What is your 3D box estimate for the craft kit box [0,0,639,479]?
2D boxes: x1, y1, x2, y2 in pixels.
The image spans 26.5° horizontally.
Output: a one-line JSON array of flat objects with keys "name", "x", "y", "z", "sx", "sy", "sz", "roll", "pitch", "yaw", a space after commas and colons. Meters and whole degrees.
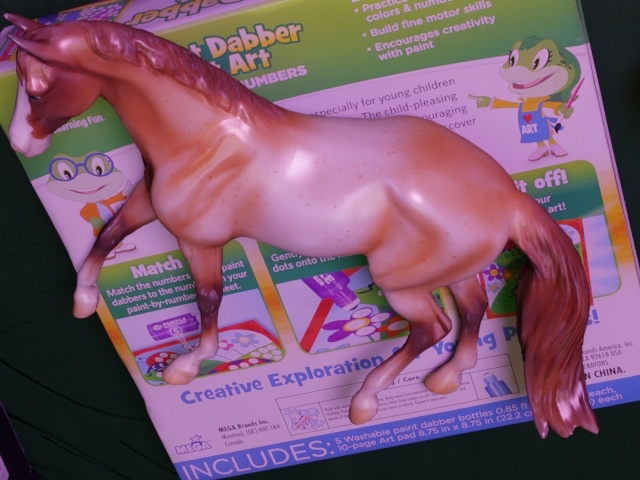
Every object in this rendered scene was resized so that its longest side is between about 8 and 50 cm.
[{"name": "craft kit box", "x": 0.011, "y": -0.011, "z": 0.617, "sx": 0.249, "sy": 0.061, "sz": 0.247, "roll": -12, "pitch": 126, "yaw": 12}]

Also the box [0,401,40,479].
[{"name": "box", "x": -0.272, "y": 0.125, "z": 0.698, "sx": 0.207, "sy": 0.108, "sz": 0.153, "roll": -7, "pitch": 125, "yaw": 10}]

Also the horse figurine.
[{"name": "horse figurine", "x": 0.000, "y": 0.000, "z": 0.555, "sx": 0.263, "sy": 0.066, "sz": 0.174, "roll": 14, "pitch": 131, "yaw": -3}]
